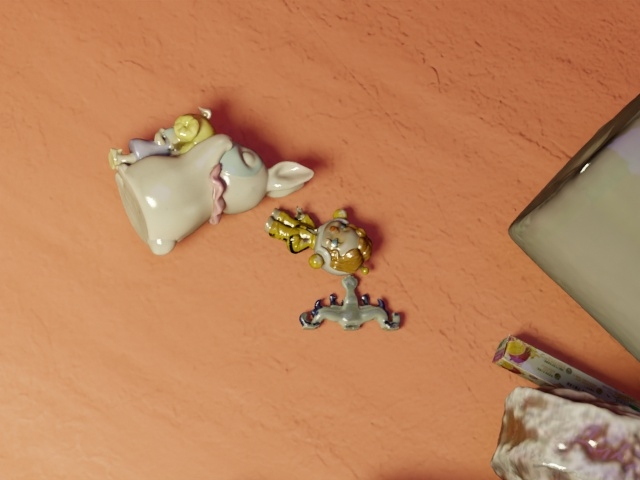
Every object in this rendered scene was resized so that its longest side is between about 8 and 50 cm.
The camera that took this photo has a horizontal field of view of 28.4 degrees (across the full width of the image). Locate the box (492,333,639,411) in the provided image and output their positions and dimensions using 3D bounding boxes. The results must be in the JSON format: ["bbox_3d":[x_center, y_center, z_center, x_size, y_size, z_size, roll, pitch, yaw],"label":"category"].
[{"bbox_3d":[0.331,0.189,1.690,0.207,0.050,0.041,27,73,-2],"label":"box"}]

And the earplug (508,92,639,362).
[{"bbox_3d":[0.485,0.016,1.631,0.394,0.312,0.313,46,72,3],"label":"earplug"}]

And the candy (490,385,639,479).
[{"bbox_3d":[0.356,0.285,1.581,0.290,0.214,0.157,22,73,-8],"label":"candy"}]

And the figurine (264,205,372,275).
[{"bbox_3d":[-0.003,0.003,1.673,0.143,0.068,0.101,4,50,-8],"label":"figurine"}]

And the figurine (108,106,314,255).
[{"bbox_3d":[-0.141,-0.090,1.647,0.236,0.127,0.155,-23,70,-21],"label":"figurine"}]

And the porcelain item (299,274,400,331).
[{"bbox_3d":[0.039,0.082,1.679,0.136,0.021,0.075,2,74,-10],"label":"porcelain item"}]
